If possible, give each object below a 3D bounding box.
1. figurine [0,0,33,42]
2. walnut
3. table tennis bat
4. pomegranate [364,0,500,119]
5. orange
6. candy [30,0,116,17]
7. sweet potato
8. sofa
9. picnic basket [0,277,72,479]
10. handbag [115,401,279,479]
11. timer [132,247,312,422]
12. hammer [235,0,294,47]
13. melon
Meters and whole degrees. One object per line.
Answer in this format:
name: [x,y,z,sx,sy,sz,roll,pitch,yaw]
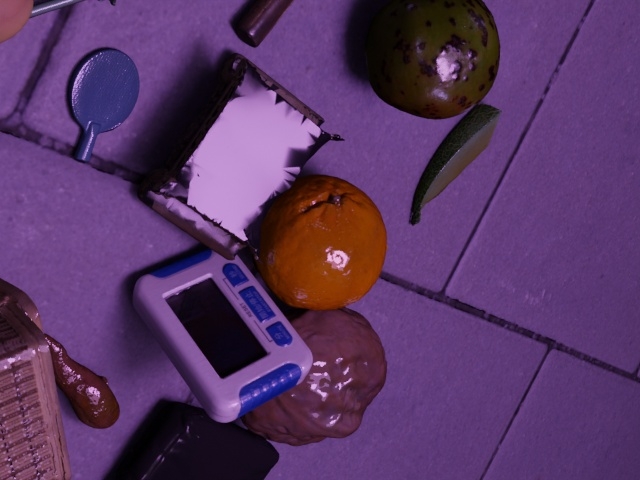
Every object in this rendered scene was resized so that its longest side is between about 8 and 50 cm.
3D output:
figurine: [-0.431,-0.327,1.012,0.222,0.124,0.324,-52,133,-9]
walnut: [-0.021,0.220,1.614,0.273,0.227,0.273,-27,129,-38]
table tennis bat: [-0.293,-0.179,1.296,0.100,0.019,0.155,11,102,-46]
pomegranate: [0.155,-0.320,1.503,0.231,0.231,0.286,-45,125,-16]
orange: [-0.001,0.002,1.526,0.219,0.219,0.193,-41,177,-20]
candy: [-0.268,-0.310,1.212,0.305,0.091,0.083,-26,138,-23]
sweet potato: [-0.345,0.216,1.426,0.068,0.068,0.226,-42,134,-19]
sofa: [-0.126,-0.120,1.411,0.200,0.182,0.258,35,86,-30]
picnic basket: [-0.425,0.161,1.137,0.175,0.313,0.228,-22,124,-33]
handbag: [-0.218,0.399,1.628,0.244,0.088,0.275,-55,140,-2]
timer: [-0.147,0.136,1.442,0.178,0.253,0.078,-24,154,-31]
hammer: [0.028,-0.456,1.430,0.440,0.044,0.168,-52,138,-9]
melon: [0.242,-0.138,1.816,0.261,0.053,0.114,-51,155,-4]
